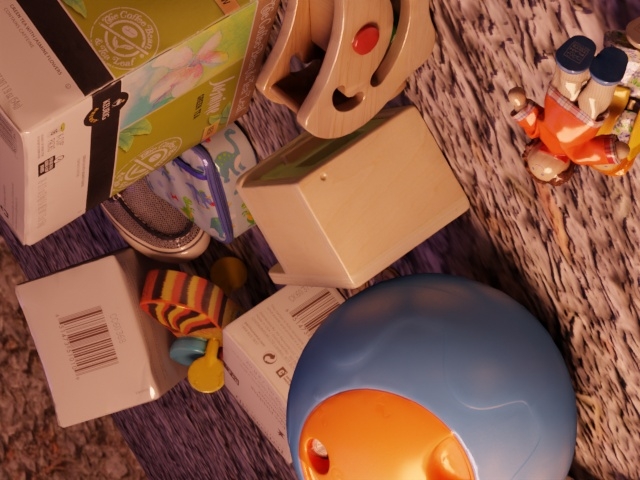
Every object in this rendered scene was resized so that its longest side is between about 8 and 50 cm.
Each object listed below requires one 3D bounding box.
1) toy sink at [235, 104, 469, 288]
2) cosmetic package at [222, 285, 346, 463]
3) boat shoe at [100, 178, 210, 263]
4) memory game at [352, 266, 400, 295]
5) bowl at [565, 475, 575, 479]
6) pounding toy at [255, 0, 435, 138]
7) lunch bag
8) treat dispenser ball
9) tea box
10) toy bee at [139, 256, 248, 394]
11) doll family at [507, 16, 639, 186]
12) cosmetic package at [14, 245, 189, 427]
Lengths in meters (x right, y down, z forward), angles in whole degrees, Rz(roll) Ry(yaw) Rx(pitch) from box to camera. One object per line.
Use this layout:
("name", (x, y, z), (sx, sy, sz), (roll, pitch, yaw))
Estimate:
("toy sink", (0.017, -0.047, 1.732), (0.131, 0.153, 0.234), (60, 162, -12))
("cosmetic package", (-0.024, 0.162, 2.167), (0.151, 0.151, 0.184), (49, 160, 20))
("boat shoe", (-0.282, -0.121, 2.349), (0.340, 0.127, 0.158), (47, 167, 25))
("memory game", (0.089, 0.092, 1.997), (0.186, 0.012, 0.186), (47, 159, 24))
("bowl", (0.268, 0.307, 1.786), (0.170, 0.080, 0.170), (62, -175, -11))
("pounding toy", (-0.002, -0.202, 1.518), (0.155, 0.154, 0.269), (41, 156, 35))
("lunch bag", (-0.166, -0.111, 2.162), (0.219, 0.090, 0.176), (38, 152, 38))
("treat dispenser ball", (0.109, 0.176, 1.667), (0.288, 0.288, 0.288), (47, 159, 24))
("tea box", (-0.245, -0.208, 1.824), (0.220, 0.323, 0.329), (53, 162, 10))
("toy bee", (-0.126, 0.119, 2.373), (0.298, 0.162, 0.195), (20, -109, -69))
("doll family", (0.266, -0.064, 1.213), (0.263, 0.118, 0.163), (31, 149, 12))
("cosmetic package", (-0.292, 0.122, 2.452), (0.385, 0.156, 0.217), (-21, -86, -83))
